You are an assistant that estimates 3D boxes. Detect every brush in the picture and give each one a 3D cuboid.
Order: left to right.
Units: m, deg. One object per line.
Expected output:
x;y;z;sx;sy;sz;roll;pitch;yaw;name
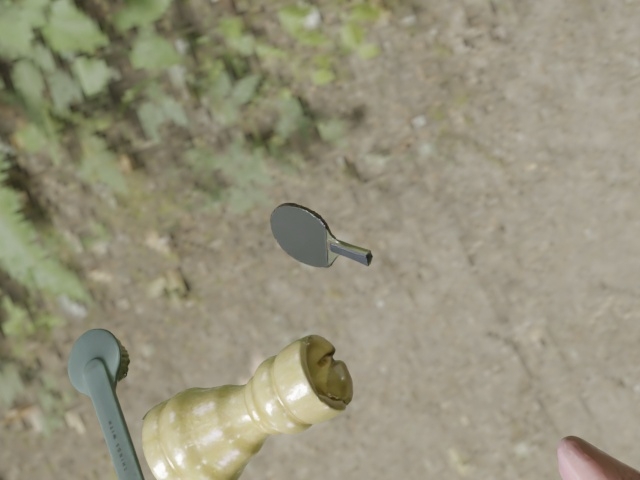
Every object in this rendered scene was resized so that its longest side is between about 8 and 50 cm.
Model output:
-0.168;0.192;1.497;0.062;0.027;0.266;-36;56;21;brush

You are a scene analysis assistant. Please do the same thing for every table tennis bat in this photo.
0.000;0.000;1.187;0.083;0.007;0.050;19;133;30;table tennis bat

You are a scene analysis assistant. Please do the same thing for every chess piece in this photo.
-0.041;0.100;1.000;0.122;0.066;0.066;-33;82;28;chess piece

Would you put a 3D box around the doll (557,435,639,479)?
0.165;0.144;0.608;0.211;0.262;0.093;3;147;15;doll
